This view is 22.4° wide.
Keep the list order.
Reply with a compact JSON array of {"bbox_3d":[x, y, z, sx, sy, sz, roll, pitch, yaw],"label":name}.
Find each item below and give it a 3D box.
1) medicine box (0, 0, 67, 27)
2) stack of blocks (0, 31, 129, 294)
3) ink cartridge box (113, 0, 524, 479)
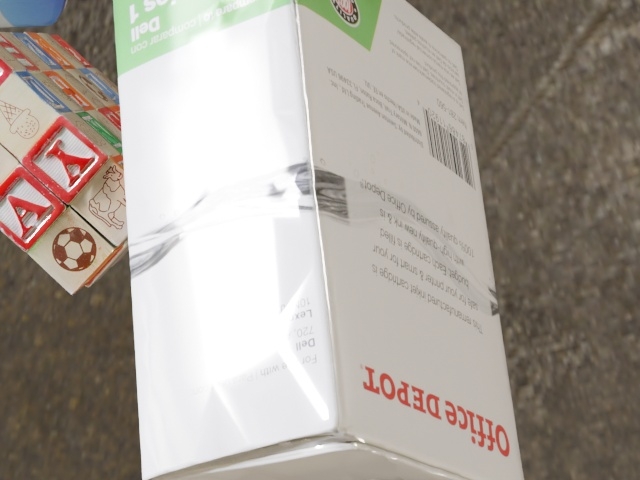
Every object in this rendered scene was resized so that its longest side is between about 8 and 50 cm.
[{"bbox_3d":[-0.254,-0.227,0.763,0.289,0.149,0.263,-5,155,-21],"label":"medicine box"},{"bbox_3d":[-0.190,-0.068,1.204,0.171,0.297,0.087,42,97,-3],"label":"stack of blocks"},{"bbox_3d":[0.000,0.000,0.659,0.092,0.219,0.160,-17,155,27],"label":"ink cartridge box"}]
